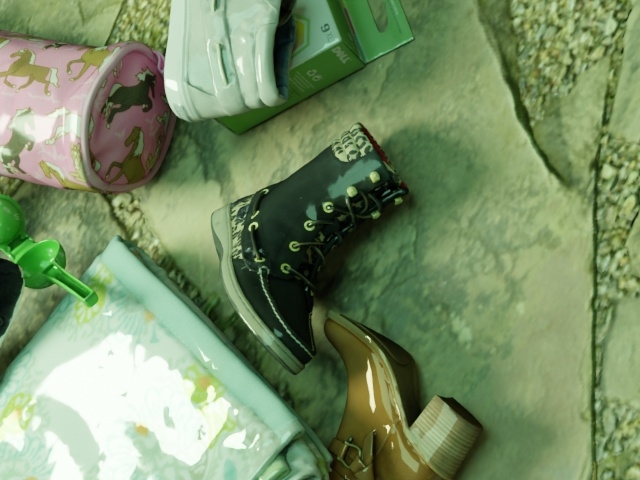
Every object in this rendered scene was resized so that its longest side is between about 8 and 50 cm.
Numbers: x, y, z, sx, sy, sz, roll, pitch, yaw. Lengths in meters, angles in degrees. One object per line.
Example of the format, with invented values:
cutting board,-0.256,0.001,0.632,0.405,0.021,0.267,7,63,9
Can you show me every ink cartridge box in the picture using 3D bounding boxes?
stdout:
ink cartridge box,-0.024,-0.204,1.454,0.209,0.062,0.109,-27,61,15

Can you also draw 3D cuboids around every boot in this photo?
boot,-0.077,-0.241,1.414,0.123,0.095,0.258,-5,77,20
boot,-0.001,-0.002,1.325,0.179,0.085,0.236,-35,35,8
boot,0.032,0.165,1.287,0.152,0.073,0.197,-52,52,8

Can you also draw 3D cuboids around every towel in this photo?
towel,-0.192,0.206,1.340,0.320,0.090,0.374,-49,47,1

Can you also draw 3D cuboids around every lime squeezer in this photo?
lime squeezer,-0.314,-0.009,1.447,0.310,0.110,0.059,41,90,25

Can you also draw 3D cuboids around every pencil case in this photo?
pencil case,-0.333,-0.152,1.537,0.386,0.160,0.167,14,104,30

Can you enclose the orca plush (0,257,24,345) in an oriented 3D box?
orca plush,-0.408,0.097,1.451,0.287,0.102,0.151,-22,67,44
